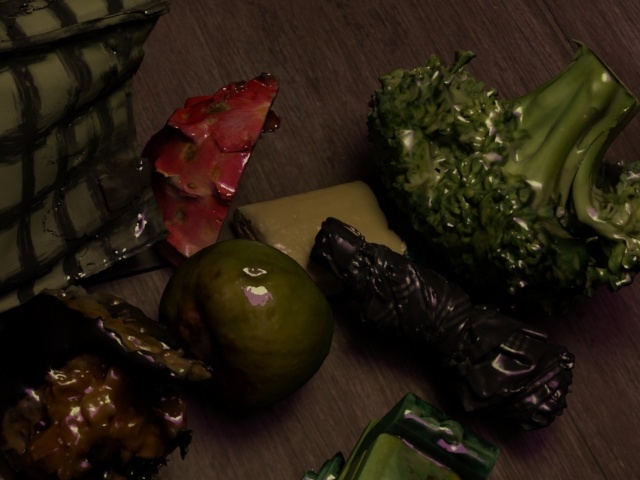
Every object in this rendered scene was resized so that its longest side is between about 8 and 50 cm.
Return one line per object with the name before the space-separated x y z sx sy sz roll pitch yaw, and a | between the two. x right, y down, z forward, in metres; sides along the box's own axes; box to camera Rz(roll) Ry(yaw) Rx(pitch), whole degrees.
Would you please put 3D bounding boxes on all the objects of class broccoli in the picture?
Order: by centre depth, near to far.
broccoli | 0.240 -0.070 1.799 0.277 0.317 0.338 1 75 -64

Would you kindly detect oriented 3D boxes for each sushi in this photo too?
sushi | -0.232 0.165 1.505 0.200 0.204 0.213 28 7 32

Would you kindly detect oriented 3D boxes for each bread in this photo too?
bread | 0.000 0.000 1.785 0.178 0.060 0.139 -16 65 -30

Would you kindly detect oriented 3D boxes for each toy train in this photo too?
toy train | 0.029 0.320 1.456 0.160 0.253 0.397 33 52 0
toy train | 0.112 0.013 1.845 0.045 0.029 0.092 11 53 -26

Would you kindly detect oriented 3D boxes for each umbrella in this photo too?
umbrella | 0.127 0.104 1.717 0.336 0.128 0.154 26 42 -14

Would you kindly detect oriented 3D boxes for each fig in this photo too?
fig | -0.070 0.088 1.622 0.191 0.181 0.181 6 52 -49

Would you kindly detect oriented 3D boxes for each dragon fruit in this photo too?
dragon fruit | -0.130 -0.110 1.742 0.126 0.161 0.274 27 53 -7

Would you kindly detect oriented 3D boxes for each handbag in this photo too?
handbag | -0.313 -0.095 1.558 0.327 0.325 0.162 -21 36 -39
